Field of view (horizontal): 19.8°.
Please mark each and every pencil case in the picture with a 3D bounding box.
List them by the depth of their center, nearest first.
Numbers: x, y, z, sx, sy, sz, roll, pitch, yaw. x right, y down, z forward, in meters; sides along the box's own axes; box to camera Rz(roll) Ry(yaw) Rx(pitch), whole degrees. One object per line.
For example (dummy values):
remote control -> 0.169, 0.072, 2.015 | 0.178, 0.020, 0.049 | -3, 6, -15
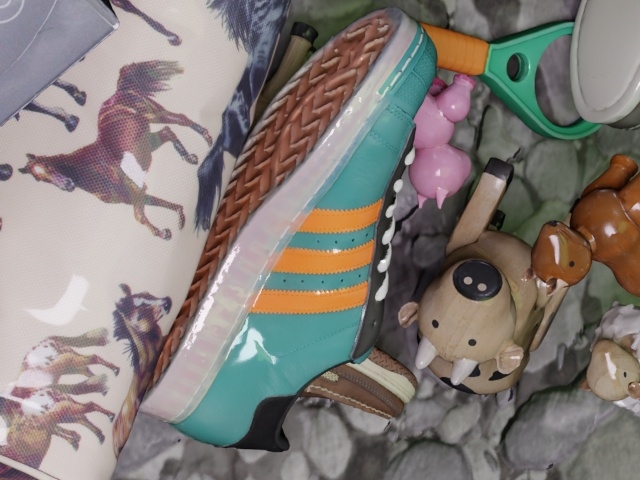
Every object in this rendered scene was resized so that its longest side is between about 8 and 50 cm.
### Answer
pencil case -> -0.146, -0.053, 1.110 | 0.410, 0.184, 0.160 | -70, 159, -7

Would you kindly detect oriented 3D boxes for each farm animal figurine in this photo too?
farm animal figurine -> 0.092, 0.019, 1.270 | 0.172, 0.330, 0.327 | -59, 152, -16

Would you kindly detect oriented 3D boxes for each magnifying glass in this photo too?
magnifying glass -> 0.139, -0.133, 1.390 | 0.231, 0.026, 0.092 | 10, 92, -34

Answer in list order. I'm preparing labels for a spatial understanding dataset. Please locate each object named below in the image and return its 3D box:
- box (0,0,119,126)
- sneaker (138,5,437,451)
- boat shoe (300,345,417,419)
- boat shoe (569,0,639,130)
box -> -0.232, -0.154, 0.963 | 0.165, 0.270, 0.143 | -40, 121, 4
sneaker -> 0.000, 0.000, 1.148 | 0.121, 0.108, 0.302 | 27, 106, -24
boat shoe -> -0.053, 0.075, 1.259 | 0.257, 0.095, 0.095 | 30, 89, -25
boat shoe -> 0.275, -0.215, 1.407 | 0.091, 0.109, 0.305 | 29, 71, -35
